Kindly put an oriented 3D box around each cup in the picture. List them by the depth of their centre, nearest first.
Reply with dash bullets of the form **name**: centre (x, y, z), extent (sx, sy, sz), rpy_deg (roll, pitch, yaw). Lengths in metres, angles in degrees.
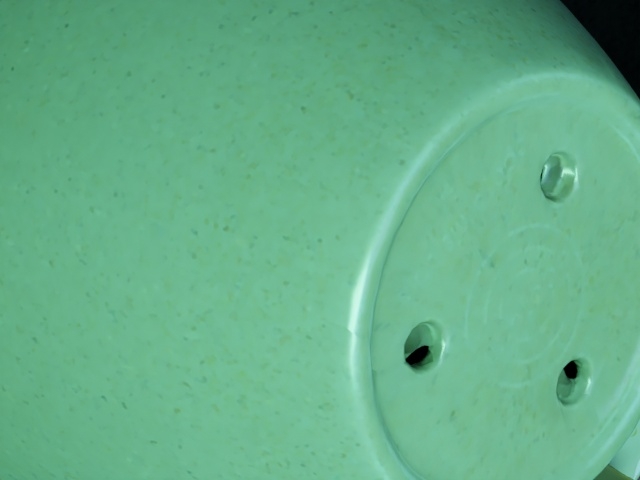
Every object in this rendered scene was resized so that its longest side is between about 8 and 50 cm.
- **cup**: centre (0.000, 0.000, 0.762), extent (0.331, 0.237, 0.331), rpy_deg (-13, 111, -37)

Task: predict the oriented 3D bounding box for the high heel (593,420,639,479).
- **high heel**: centre (0.172, 0.113, 1.068), extent (0.244, 0.082, 0.117), rpy_deg (-48, 169, -39)
